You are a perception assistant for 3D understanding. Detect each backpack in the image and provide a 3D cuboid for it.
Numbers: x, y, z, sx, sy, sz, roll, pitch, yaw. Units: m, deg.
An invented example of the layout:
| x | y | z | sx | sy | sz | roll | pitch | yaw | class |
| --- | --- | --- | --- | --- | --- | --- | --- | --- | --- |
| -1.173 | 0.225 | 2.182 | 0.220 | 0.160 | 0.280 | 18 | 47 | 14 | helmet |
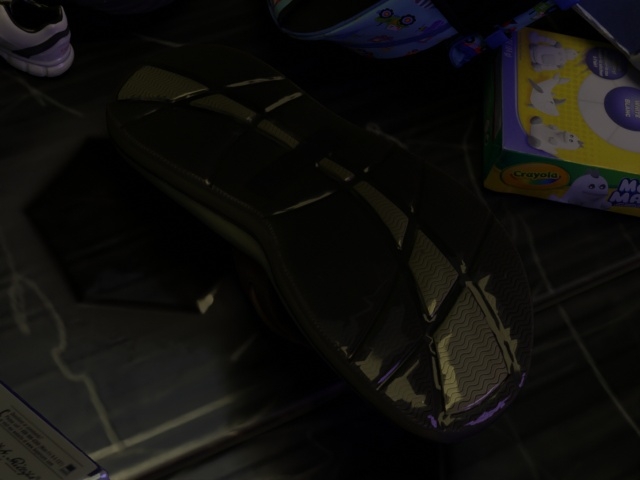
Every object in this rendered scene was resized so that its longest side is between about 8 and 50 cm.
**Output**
| x | y | z | sx | sy | sz | roll | pitch | yaw | class |
| --- | --- | --- | --- | --- | --- | --- | --- | --- | --- |
| 0.055 | -0.176 | 0.999 | 0.117 | 0.173 | 0.158 | 37 | 32 | -45 | backpack |

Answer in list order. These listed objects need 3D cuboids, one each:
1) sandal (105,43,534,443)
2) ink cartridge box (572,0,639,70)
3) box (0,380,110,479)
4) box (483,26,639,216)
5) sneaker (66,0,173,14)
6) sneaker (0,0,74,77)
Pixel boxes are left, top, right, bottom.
| x | y | z | sx | sy | sz | roll | pitch | yaw | class |
| --- | --- | --- | --- | --- | --- | --- | --- | --- | --- |
| 0.000 | -0.001 | 0.897 | 0.120 | 0.086 | 0.303 | -29 | 51 | -24 | sandal |
| 0.355 | -0.136 | 1.053 | 0.330 | 0.071 | 0.324 | 44 | 52 | 9 | ink cartridge box |
| -0.139 | 0.129 | 0.702 | 0.072 | 0.137 | 0.126 | -32 | 45 | -29 | box |
| 0.188 | -0.065 | 1.010 | 0.179 | 0.043 | 0.105 | 11 | 52 | -9 | box |
| -0.074 | -0.292 | 1.045 | 0.145 | 0.147 | 0.385 | 27 | 54 | 4 | sneaker |
| -0.191 | -0.129 | 0.961 | 0.109 | 0.044 | 0.040 | 13 | 54 | -2 | sneaker |
